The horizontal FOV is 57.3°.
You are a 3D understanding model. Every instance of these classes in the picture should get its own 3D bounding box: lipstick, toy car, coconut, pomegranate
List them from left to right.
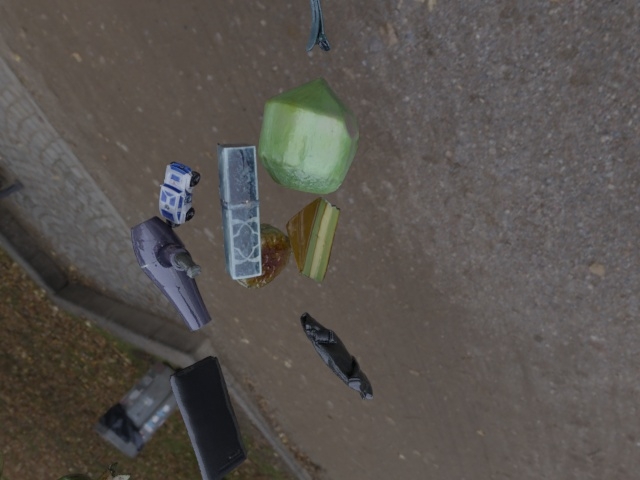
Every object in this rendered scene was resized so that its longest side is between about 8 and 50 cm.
[{"bbox_3d":[-0.558,0.627,1.410,0.156,0.220,0.156,9,104,39],"label":"pomegranate"},{"bbox_3d":[-0.363,-0.110,1.478,0.080,0.070,0.170,26,121,16],"label":"toy car"},{"bbox_3d":[-0.171,-0.060,1.249,0.076,0.078,0.289,-146,51,-60],"label":"lipstick"},{"bbox_3d":[-0.030,-0.302,1.669,0.282,0.328,0.328,10,156,-16],"label":"coconut"}]

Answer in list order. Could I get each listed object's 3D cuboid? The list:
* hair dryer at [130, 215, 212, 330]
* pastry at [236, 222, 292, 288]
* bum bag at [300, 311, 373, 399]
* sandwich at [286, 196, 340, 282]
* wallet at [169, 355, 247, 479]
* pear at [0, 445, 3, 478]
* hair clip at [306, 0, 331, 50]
[{"bbox_3d":[-0.327,0.081,1.361,0.301,0.121,0.361,63,160,-8],"label":"hair dryer"},{"bbox_3d":[-0.175,0.045,1.682,0.093,0.192,0.182,34,171,39],"label":"pastry"},{"bbox_3d":[0.051,0.339,1.748,0.326,0.080,0.142,47,-176,16],"label":"bum bag"},{"bbox_3d":[0.000,0.000,1.655,0.144,0.187,0.117,-34,145,22],"label":"sandwich"},{"bbox_3d":[-0.233,0.376,1.236,0.025,0.124,0.244,-16,91,39],"label":"wallet"},{"bbox_3d":[-0.627,0.385,0.991,0.167,0.136,0.167,-2,121,-3],"label":"pear"},{"bbox_3d":[-0.022,-0.608,1.521,0.039,0.070,0.229,-2,99,56],"label":"hair clip"}]
